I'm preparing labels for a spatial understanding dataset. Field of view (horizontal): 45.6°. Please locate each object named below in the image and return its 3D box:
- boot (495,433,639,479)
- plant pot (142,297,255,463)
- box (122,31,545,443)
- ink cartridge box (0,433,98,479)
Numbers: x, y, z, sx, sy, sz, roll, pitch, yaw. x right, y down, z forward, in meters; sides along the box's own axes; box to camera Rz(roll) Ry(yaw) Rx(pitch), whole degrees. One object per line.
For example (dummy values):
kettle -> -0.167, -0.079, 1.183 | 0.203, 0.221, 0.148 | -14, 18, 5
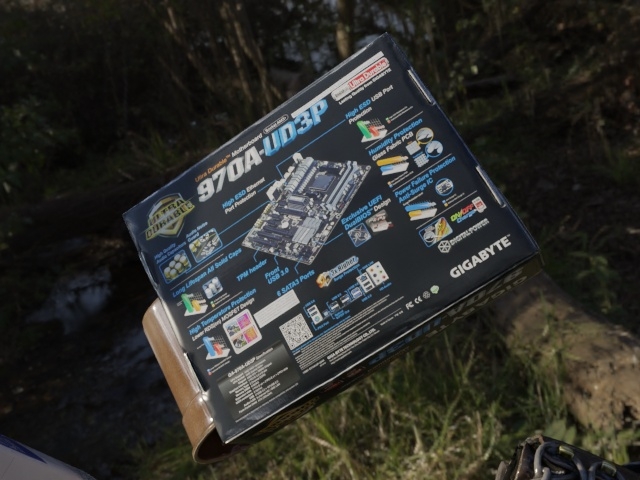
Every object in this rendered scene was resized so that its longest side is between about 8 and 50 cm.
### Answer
boot -> 0.203, 0.160, 0.368 | 0.229, 0.263, 0.091 | 22, 73, 6
plant pot -> -0.106, 0.130, 0.844 | 0.167, 0.167, 0.165 | -26, 65, -24
box -> 0.000, 0.000, 0.486 | 0.220, 0.175, 0.051 | -34, -23, 9
ink cartridge box -> -0.352, 0.338, 0.682 | 0.071, 0.324, 0.330 | 25, 70, 16
